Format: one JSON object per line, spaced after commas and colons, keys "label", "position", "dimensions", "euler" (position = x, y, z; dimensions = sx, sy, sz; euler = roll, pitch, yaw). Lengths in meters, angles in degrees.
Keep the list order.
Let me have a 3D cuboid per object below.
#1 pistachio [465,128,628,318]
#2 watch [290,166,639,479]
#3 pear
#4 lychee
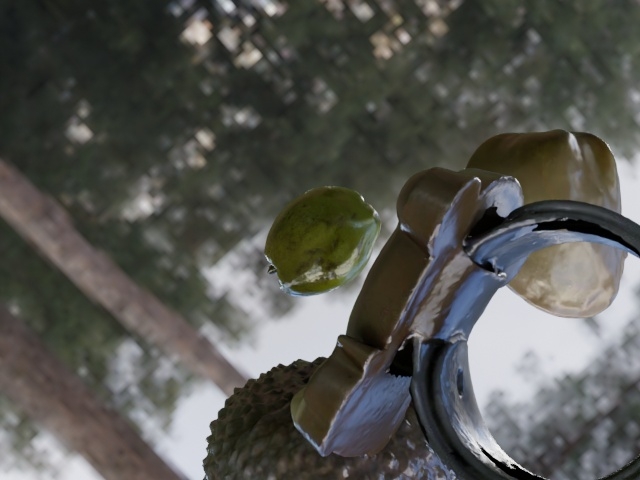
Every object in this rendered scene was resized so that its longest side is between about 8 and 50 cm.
{"label": "pistachio", "position": [0.297, -0.021, 2.578], "dimensions": [0.212, 0.261, 0.163], "euler": [-10, 167, -1]}
{"label": "watch", "position": [0.198, 0.123, 1.842], "dimensions": [0.335, 0.327, 0.314], "euler": [-58, 160, 3]}
{"label": "pear", "position": [0.000, 0.000, 2.074], "dimensions": [0.131, 0.107, 0.107], "euler": [-32, -165, -9]}
{"label": "lychee", "position": [0.009, 0.260, 2.106], "dimensions": [0.300, 0.300, 0.300], "euler": [-38, -163, 14]}
